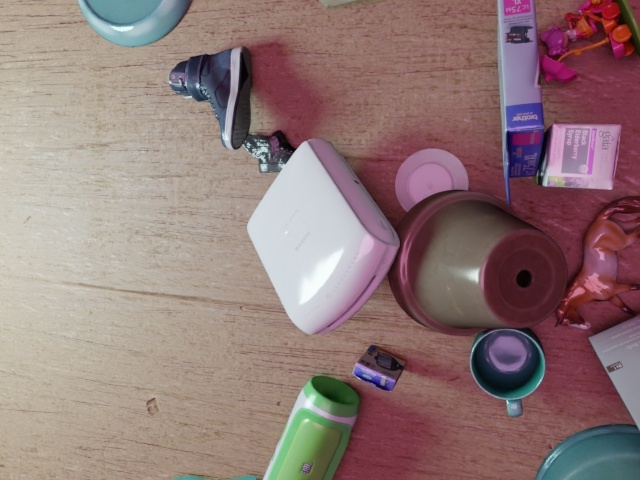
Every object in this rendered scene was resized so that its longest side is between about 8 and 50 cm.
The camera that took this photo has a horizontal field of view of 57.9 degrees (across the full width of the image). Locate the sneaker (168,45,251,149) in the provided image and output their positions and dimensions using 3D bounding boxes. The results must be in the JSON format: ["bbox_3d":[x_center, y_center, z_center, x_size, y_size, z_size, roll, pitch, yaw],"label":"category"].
[{"bbox_3d":[-0.229,-0.283,1.181,0.164,0.086,0.226,-3,71,11],"label":"sneaker"}]

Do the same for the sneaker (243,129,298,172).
[{"bbox_3d":[-0.079,-0.185,1.183,0.170,0.051,0.089,-2,98,22],"label":"sneaker"}]

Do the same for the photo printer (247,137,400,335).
[{"bbox_3d":[0.000,0.000,1.065,0.256,0.107,0.307,-52,49,27],"label":"photo printer"}]

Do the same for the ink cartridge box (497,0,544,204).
[{"bbox_3d":[0.319,-0.232,0.929,0.065,0.186,0.311,0,73,17],"label":"ink cartridge box"}]

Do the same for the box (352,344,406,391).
[{"bbox_3d":[0.115,0.246,1.118,0.081,0.136,0.028,22,101,14],"label":"box"}]

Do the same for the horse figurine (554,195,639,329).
[{"bbox_3d":[0.516,0.035,1.007,0.175,0.066,0.263,9,100,11],"label":"horse figurine"}]

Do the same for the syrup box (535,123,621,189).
[{"bbox_3d":[0.407,-0.132,0.934,0.096,0.237,0.093,5,98,17],"label":"syrup box"}]

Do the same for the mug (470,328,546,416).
[{"bbox_3d":[0.338,0.225,1.065,0.129,0.097,0.157,25,103,14],"label":"mug"}]

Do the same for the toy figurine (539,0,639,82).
[{"bbox_3d":[0.439,-0.343,0.981,0.159,0.130,0.173,-22,66,28],"label":"toy figurine"}]

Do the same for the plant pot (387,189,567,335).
[{"bbox_3d":[0.268,0.045,0.949,0.263,0.229,0.263,-1,95,-13],"label":"plant pot"}]

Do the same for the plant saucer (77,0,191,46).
[{"bbox_3d":[-0.417,-0.588,1.259,0.318,0.044,0.317,2,97,18],"label":"plant saucer"}]

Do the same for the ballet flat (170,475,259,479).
[{"bbox_3d":[-0.241,0.584,1.302,0.249,0.086,0.086,-8,93,18],"label":"ballet flat"}]

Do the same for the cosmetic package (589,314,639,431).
[{"bbox_3d":[0.551,0.245,0.928,0.127,0.238,0.107,-30,126,16],"label":"cosmetic package"}]

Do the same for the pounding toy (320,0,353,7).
[{"bbox_3d":[0.026,-0.561,1.097,0.181,0.094,0.206,-4,85,23],"label":"pounding toy"}]

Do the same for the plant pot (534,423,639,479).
[{"bbox_3d":[0.520,0.521,0.911,0.341,0.334,0.341,2,96,17],"label":"plant pot"}]

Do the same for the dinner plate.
[{"bbox_3d":[0.213,-0.107,1.116,0.141,0.017,0.141,2,97,19],"label":"dinner plate"}]

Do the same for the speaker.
[{"bbox_3d":[-0.025,0.433,1.189,0.131,0.131,0.296,25,102,14],"label":"speaker"}]
